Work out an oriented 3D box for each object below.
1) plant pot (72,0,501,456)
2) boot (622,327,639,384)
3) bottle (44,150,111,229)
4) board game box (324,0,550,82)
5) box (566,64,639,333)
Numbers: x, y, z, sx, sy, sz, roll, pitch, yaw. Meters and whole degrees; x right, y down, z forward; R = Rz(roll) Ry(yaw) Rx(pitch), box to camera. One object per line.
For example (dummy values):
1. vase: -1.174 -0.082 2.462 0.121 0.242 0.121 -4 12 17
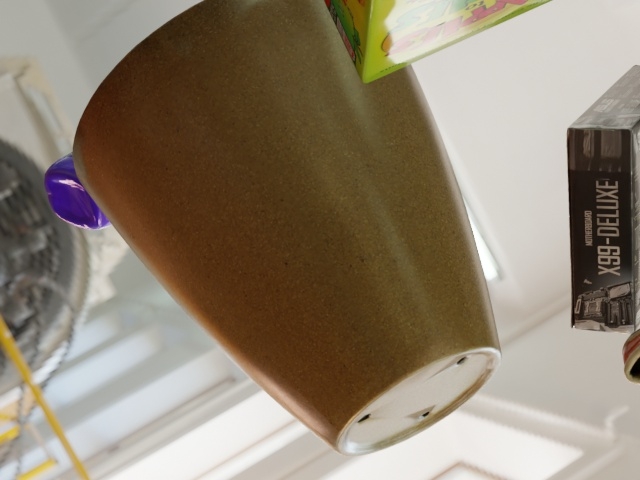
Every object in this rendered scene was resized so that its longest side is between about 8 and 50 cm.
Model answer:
1. plant pot: 0.000 0.000 0.915 0.254 0.237 0.237 59 -15 25
2. boot: 0.373 0.095 1.438 0.059 0.158 0.084 54 22 2
3. bottle: -0.231 -0.115 1.894 0.118 0.283 0.092 14 -53 35
4. board game box: 0.051 -0.114 0.516 0.181 0.092 0.043 87 -22 -83
5. box: 0.373 -0.058 1.702 0.076 0.307 0.242 4 -68 26
